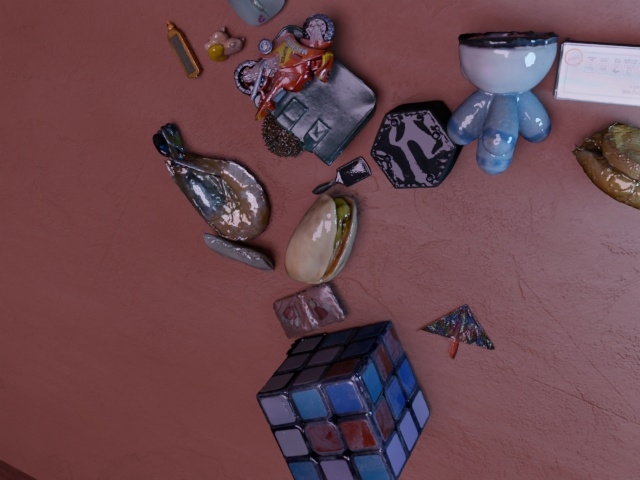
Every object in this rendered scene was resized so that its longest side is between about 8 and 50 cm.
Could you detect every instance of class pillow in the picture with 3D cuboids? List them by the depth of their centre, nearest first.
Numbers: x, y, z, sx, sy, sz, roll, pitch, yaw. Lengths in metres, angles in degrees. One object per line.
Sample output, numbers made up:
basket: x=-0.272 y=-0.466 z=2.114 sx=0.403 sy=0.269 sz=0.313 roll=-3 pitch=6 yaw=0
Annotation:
pillow: x=-0.256 y=0.040 z=2.145 sx=0.229 sy=0.128 sz=0.051 roll=20 pitch=73 yaw=15
pillow: x=-0.039 y=0.220 z=2.157 sx=0.248 sy=0.049 sz=0.135 roll=-25 pitch=99 yaw=34

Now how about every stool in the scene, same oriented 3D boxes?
stool: x=0.251 y=-0.245 z=1.780 sx=0.232 sy=0.141 sz=0.232 roll=9 pitch=115 yaw=20

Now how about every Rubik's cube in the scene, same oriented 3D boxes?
Rubik's cube: x=0.079 y=0.487 z=2.041 sx=0.363 sy=0.362 sz=0.359 roll=-15 pitch=102 yaw=27

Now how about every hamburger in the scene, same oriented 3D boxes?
hamburger: x=0.709 y=-0.161 z=1.560 sx=0.286 sy=0.243 sz=0.146 roll=41 pitch=125 yaw=21

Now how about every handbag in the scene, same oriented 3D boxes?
handbag: x=-0.029 y=-0.387 z=1.837 sx=0.326 sy=0.089 sz=0.238 roll=42 pitch=98 yaw=0

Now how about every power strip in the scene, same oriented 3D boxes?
power strip: x=-0.400 y=-0.555 z=2.005 sx=0.049 sy=0.028 sz=0.178 roll=-22 pitch=101 yaw=30

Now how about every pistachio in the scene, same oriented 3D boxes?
pistachio: x=0.000 y=0.000 z=1.981 sx=0.187 sy=0.187 sz=0.299 roll=29 pitch=113 yaw=10

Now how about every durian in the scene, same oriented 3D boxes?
durian: x=-0.114 y=-0.314 z=1.943 sx=0.148 sy=0.091 sz=0.189 roll=-15 pitch=102 yaw=28

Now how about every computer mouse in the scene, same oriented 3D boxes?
computer mouse: x=-0.216 y=-0.714 z=1.819 sx=0.159 sy=0.097 sz=0.289 roll=-27 pitch=98 yaw=28

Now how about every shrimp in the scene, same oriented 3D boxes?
shrimp: x=-0.335 y=-0.180 z=2.094 sx=0.445 sy=0.110 sz=0.221 roll=44 pitch=115 yaw=-3

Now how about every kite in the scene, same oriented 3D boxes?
kite: x=0.398 y=0.265 z=2.005 sx=0.232 sy=0.009 sz=0.189 roll=16 pitch=118 yaw=18

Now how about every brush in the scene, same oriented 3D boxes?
brush: x=0.055 y=-0.174 z=1.969 sx=0.193 sy=0.016 sz=0.063 roll=-26 pitch=98 yaw=30

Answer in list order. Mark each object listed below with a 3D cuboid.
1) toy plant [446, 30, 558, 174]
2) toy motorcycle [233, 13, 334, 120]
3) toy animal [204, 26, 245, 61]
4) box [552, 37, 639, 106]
toy plant: x=0.426 y=-0.317 z=1.622 sx=0.247 sy=0.247 sz=0.333 roll=8 pitch=114 yaw=21
toy motorcycle: x=-0.077 y=-0.442 z=1.747 sx=0.298 sy=0.089 sz=0.171 roll=-32 pitch=90 yaw=11
toy animal: x=-0.277 y=-0.554 z=1.921 sx=0.114 sy=0.091 sz=0.082 roll=-19 pitch=88 yaw=30
box: x=0.678 y=-0.383 z=1.572 sx=0.269 sy=0.079 sz=0.135 roll=10 pitch=114 yaw=20
